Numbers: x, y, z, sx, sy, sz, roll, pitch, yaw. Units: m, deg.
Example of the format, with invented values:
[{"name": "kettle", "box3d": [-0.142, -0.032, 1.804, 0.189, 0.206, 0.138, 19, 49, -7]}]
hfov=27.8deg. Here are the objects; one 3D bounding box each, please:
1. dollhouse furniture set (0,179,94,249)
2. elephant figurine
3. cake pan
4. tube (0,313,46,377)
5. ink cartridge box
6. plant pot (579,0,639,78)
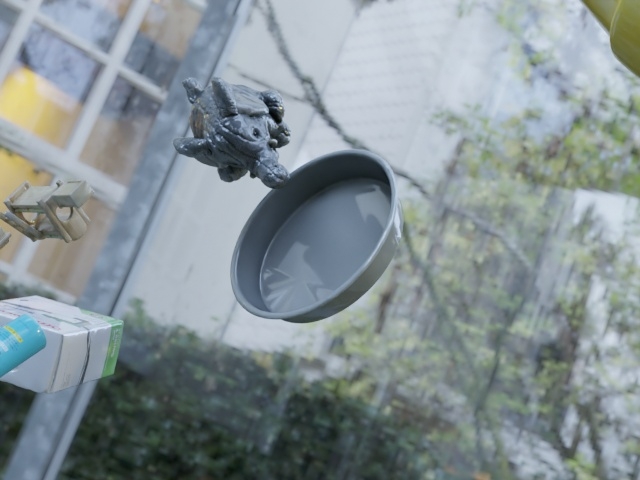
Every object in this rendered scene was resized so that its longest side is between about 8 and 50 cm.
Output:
[{"name": "dollhouse furniture set", "box3d": [-0.462, -0.011, 2.123, 0.182, 0.161, 0.101, 2, -48, 46]}, {"name": "elephant figurine", "box3d": [-0.129, -0.163, 1.910, 0.186, 0.169, 0.239, -5, 8, 8]}, {"name": "cake pan", "box3d": [0.000, 0.000, 1.863, 0.293, 0.293, 0.054, 6, -30, 46]}, {"name": "tube", "box3d": [-0.443, 0.165, 1.632, 0.080, 0.207, 0.052, 33, -42, 27]}, {"name": "ink cartridge box", "box3d": [-0.406, 0.148, 1.882, 0.160, 0.092, 0.219, 15, 4, 12]}, {"name": "plant pot", "box3d": [0.446, -0.364, 1.730, 0.239, 0.254, 0.254, 44, -4, 27]}]
